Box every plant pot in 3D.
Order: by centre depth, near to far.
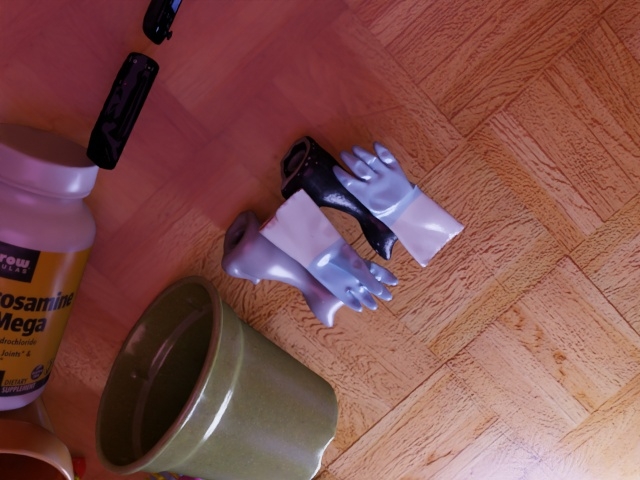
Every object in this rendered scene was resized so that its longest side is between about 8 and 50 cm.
[{"bbox_3d":[-0.440,0.278,1.247,0.205,0.188,0.205,-9,130,-12],"label":"plant pot"},{"bbox_3d":[-0.125,0.226,1.275,0.254,0.276,0.276,31,102,-29],"label":"plant pot"}]

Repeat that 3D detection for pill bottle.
[{"bbox_3d":[-0.398,0.031,1.181,0.188,0.188,0.333,17,106,-14],"label":"pill bottle"}]

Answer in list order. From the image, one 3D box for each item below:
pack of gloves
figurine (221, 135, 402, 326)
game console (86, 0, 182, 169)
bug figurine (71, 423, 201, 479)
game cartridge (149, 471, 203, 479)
[{"bbox_3d":[0.066,-0.008,1.244,0.195,0.046,0.232,-44,123,8],"label":"pack of gloves"},{"bbox_3d":[0.000,0.000,1.293,0.209,0.092,0.215,34,102,-23],"label":"figurine"},{"bbox_3d":[-0.192,-0.257,1.110,0.044,0.213,0.361,24,93,-16],"label":"game console"},{"bbox_3d":[-0.283,0.373,1.330,0.216,0.279,0.072,-46,152,-8],"label":"bug figurine"},{"bbox_3d":[-0.127,0.445,1.404,0.294,0.060,0.196,14,83,-14],"label":"game cartridge"}]
